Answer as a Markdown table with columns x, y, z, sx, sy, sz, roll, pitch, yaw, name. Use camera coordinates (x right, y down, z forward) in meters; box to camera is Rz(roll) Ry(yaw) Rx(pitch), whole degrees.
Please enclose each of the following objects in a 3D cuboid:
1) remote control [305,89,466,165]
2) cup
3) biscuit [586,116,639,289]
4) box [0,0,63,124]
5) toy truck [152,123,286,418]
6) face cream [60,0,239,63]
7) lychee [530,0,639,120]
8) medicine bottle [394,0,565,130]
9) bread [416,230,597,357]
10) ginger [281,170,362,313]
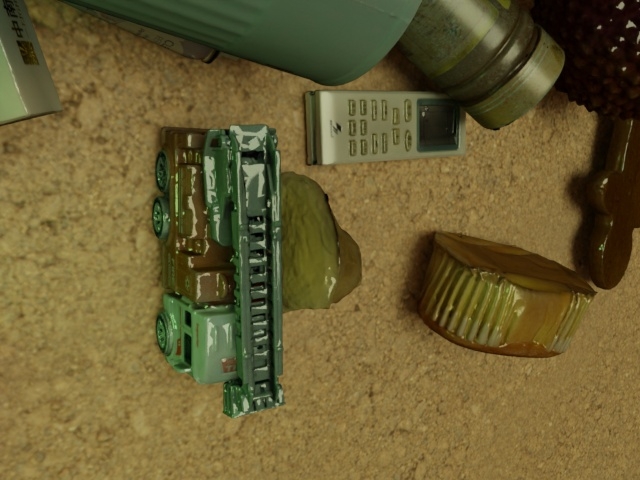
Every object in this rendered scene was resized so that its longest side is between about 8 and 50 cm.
| x | y | z | sx | sy | sz | roll | pitch | yaw | name |
| --- | --- | --- | --- | --- | --- | --- | --- | --- | --- |
| 0.108 | -0.170 | 0.827 | 0.278 | 0.056 | 0.102 | -8 | 103 | -31 | remote control |
| -0.091 | -0.337 | 0.503 | 0.312 | 0.257 | 0.330 | 4 | 73 | -35 | cup |
| 0.622 | -0.112 | 1.154 | 0.283 | 0.064 | 0.431 | 9 | 94 | -42 | biscuit |
| -0.364 | -0.152 | 0.459 | 0.243 | 0.067 | 0.155 | -11 | 108 | 3 | box |
| -0.107 | 0.038 | 0.648 | 0.133 | 0.184 | 0.337 | -3 | 99 | -31 | toy truck |
| -0.191 | -0.262 | 0.613 | 0.230 | 0.075 | 0.075 | 16 | 89 | -32 | face cream |
| 0.496 | -0.357 | 0.898 | 0.306 | 0.306 | 0.330 | -32 | 101 | -24 | lychee |
| 0.172 | -0.310 | 0.762 | 0.323 | 0.151 | 0.151 | 35 | 78 | -20 | medicine bottle |
| 0.292 | 0.100 | 0.917 | 0.288 | 0.204 | 0.156 | 8 | 111 | -30 | bread |
| -0.002 | -0.003 | 0.773 | 0.123 | 0.115 | 0.193 | -14 | 98 | -52 | ginger |
